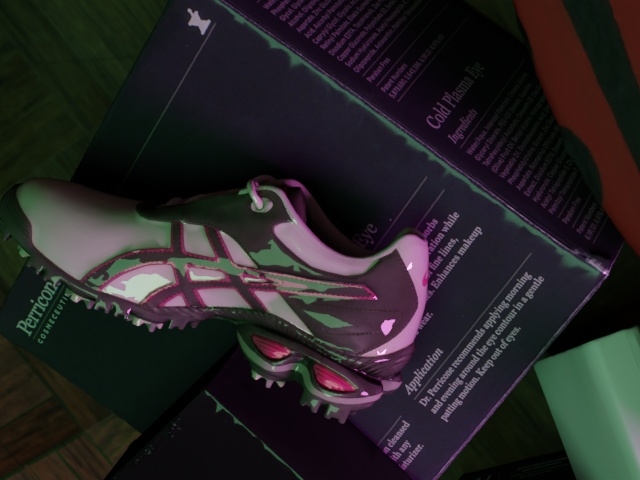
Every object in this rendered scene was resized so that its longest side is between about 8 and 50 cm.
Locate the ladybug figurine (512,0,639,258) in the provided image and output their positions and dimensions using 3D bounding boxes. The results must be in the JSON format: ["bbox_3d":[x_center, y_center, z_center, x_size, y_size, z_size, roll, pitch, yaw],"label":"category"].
[{"bbox_3d":[0.224,-0.117,1.001,0.449,0.162,0.305,66,156,0],"label":"ladybug figurine"}]

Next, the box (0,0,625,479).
[{"bbox_3d":[0.000,0.000,1.240,0.312,0.179,0.343,36,126,1],"label":"box"}]

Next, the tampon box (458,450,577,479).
[{"bbox_3d":[0.145,0.240,1.320,0.120,0.161,0.101,-18,106,32],"label":"tampon box"}]

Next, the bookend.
[{"bbox_3d":[-0.045,0.168,1.203,0.157,0.072,0.156,42,128,-3],"label":"bookend"}]

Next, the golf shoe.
[{"bbox_3d":[-0.063,0.004,1.115,0.273,0.105,0.120,22,107,7],"label":"golf shoe"}]

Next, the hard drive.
[{"bbox_3d":[0.225,0.213,1.196,0.040,0.203,0.307,-19,84,-6],"label":"hard drive"}]
